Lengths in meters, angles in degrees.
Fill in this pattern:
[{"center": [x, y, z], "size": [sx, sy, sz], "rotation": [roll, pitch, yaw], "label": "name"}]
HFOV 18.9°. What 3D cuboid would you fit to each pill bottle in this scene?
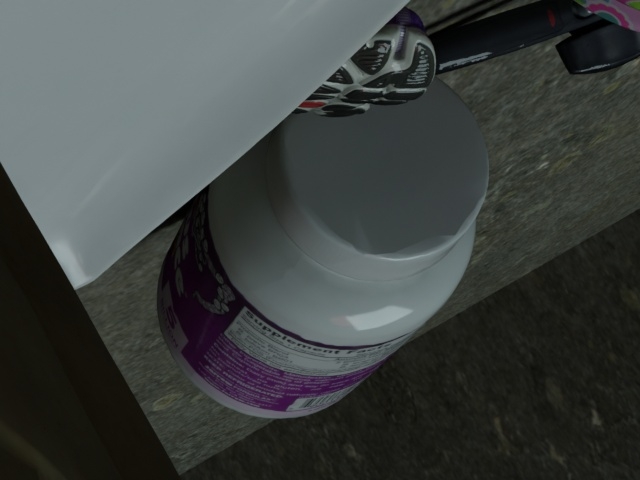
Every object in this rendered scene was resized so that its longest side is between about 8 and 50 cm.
[{"center": [0.000, 0.000, 1.220], "size": [0.169, 0.169, 0.301], "rotation": [-26, 169, -22], "label": "pill bottle"}]

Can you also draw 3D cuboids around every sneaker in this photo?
[{"center": [0.008, -0.103, 0.974], "size": [0.068, 0.071, 0.170], "rotation": [2, 179, -17], "label": "sneaker"}]

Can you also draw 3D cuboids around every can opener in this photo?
[{"center": [0.144, -0.141, 1.265], "size": [0.186, 0.073, 0.059], "rotation": [-15, 173, -26], "label": "can opener"}]

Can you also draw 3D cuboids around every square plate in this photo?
[{"center": [-0.153, -0.043, 0.819], "size": [0.344, 0.049, 0.347], "rotation": [-12, 160, -45], "label": "square plate"}]

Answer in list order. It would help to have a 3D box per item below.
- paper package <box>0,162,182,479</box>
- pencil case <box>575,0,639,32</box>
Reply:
[{"center": [-0.229, 0.079, 0.498], "size": [0.325, 0.309, 0.168], "rotation": [-33, 170, 12], "label": "paper package"}, {"center": [0.171, -0.184, 0.908], "size": [0.124, 0.124, 0.284], "rotation": [-30, 168, -1], "label": "pencil case"}]
